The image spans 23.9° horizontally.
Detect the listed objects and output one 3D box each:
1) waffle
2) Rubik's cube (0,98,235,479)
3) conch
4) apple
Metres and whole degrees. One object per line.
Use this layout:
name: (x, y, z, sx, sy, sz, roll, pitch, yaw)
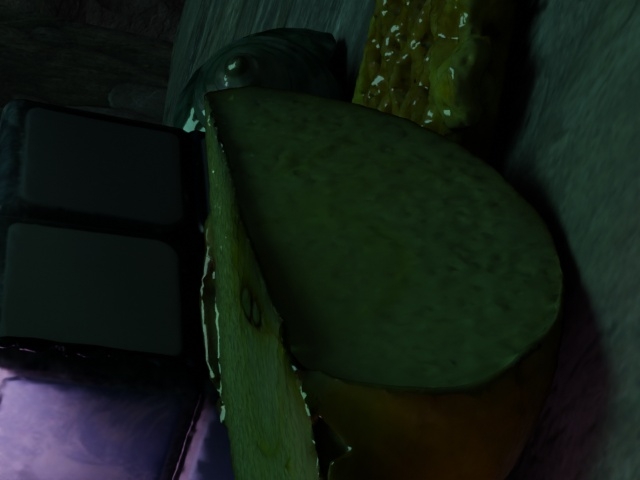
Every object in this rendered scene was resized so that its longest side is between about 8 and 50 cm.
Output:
waffle: (0.074, -0.123, 1.073, 0.325, 0.068, 0.302, -161, 81, -77)
Rubik's cube: (-0.136, 0.111, 1.219, 0.313, 0.316, 0.318, -100, 25, -50)
conch: (-0.057, -0.131, 1.529, 0.220, 0.195, 0.277, -51, -16, 0)
apple: (0.012, 0.048, 0.861, 0.254, 0.179, 0.346, -40, 35, 10)
